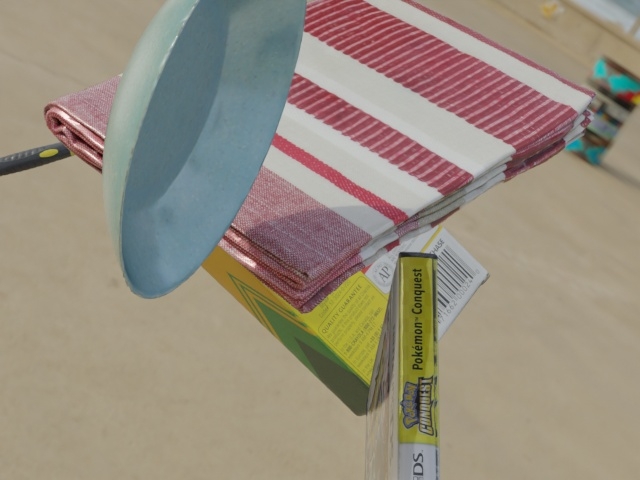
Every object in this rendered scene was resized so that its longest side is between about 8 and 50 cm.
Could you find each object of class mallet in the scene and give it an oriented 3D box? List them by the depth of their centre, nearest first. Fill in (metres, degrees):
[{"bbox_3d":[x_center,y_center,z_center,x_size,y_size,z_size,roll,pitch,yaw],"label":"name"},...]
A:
[{"bbox_3d":[-0.222,-0.094,1.084,0.189,0.062,0.039,-9,-1,-9],"label":"mallet"}]

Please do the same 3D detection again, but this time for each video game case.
[{"bbox_3d":[0.062,0.186,0.996,0.035,0.275,0.248,4,55,-2],"label":"video game case"}]

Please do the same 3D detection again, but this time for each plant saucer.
[{"bbox_3d":[-0.064,-0.066,0.599,0.037,0.195,0.195,23,17,11],"label":"plant saucer"}]

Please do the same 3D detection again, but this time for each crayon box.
[{"bbox_3d":[0.000,0.000,1.241,0.318,0.081,0.202,45,61,-8],"label":"crayon box"}]

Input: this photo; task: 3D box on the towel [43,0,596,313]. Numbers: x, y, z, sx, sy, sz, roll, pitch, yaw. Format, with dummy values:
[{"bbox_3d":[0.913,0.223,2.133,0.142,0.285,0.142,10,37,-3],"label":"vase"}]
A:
[{"bbox_3d":[0.012,-0.085,0.826,0.237,0.037,0.329,34,44,28],"label":"towel"}]
